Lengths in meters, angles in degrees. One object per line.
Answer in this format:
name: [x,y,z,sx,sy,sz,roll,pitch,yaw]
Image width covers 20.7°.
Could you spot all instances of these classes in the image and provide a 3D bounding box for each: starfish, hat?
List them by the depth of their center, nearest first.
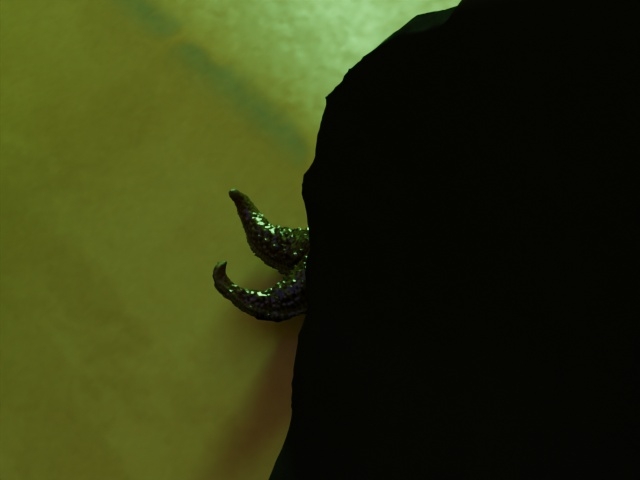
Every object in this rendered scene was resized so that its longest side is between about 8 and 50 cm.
hat: [0.147,0.089,0.454,0.381,0.257,0.366,12,88,66]
starfish: [0.000,0.000,0.646,0.091,0.028,0.078,19,59,37]
